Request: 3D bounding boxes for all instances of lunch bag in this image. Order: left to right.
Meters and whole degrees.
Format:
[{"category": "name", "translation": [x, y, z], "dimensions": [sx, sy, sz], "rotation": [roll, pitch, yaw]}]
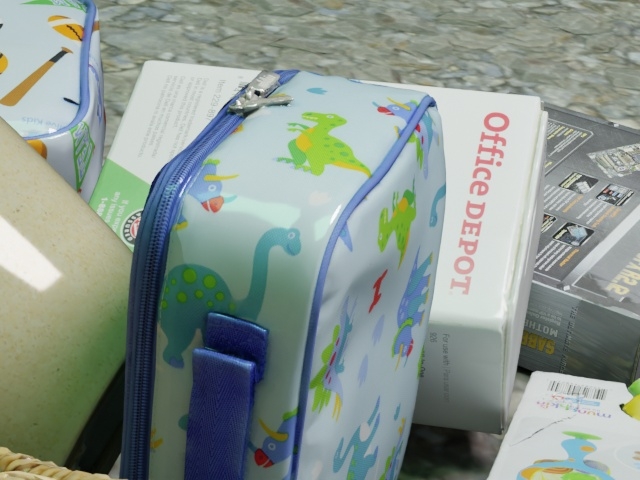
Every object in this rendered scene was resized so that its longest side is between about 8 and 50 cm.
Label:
[{"category": "lunch bag", "translation": [-0.276, -0.074, 0.979], "dimensions": [0.303, 0.115, 0.243], "rotation": [3, 32, -6]}, {"category": "lunch bag", "translation": [-0.017, 0.050, 0.681], "dimensions": [0.090, 0.219, 0.176], "rotation": [13, 29, 14]}]

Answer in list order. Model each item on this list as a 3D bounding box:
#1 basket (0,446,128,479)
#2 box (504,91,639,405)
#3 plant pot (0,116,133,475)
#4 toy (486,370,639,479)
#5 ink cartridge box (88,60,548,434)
[{"category": "basket", "translation": [-0.187, 0.078, 0.495], "dimensions": [0.299, 0.223, 0.213], "rotation": [13, 25, 23]}, {"category": "box", "translation": [0.140, -0.005, 0.996], "dimensions": [0.183, 0.056, 0.231], "rotation": [20, 31, 23]}, {"category": "plant pot", "translation": [-0.207, 0.017, 0.716], "dimensions": [0.274, 0.256, 0.256], "rotation": [27, 30, 5]}, {"category": "toy", "translation": [0.140, 0.128, 0.744], "dimensions": [0.137, 0.056, 0.237], "rotation": [9, 23, 13]}, {"category": "ink cartridge box", "translation": [0.000, 0.000, 0.853], "dimensions": [0.212, 0.093, 0.154], "rotation": [5, 49, 12]}]
